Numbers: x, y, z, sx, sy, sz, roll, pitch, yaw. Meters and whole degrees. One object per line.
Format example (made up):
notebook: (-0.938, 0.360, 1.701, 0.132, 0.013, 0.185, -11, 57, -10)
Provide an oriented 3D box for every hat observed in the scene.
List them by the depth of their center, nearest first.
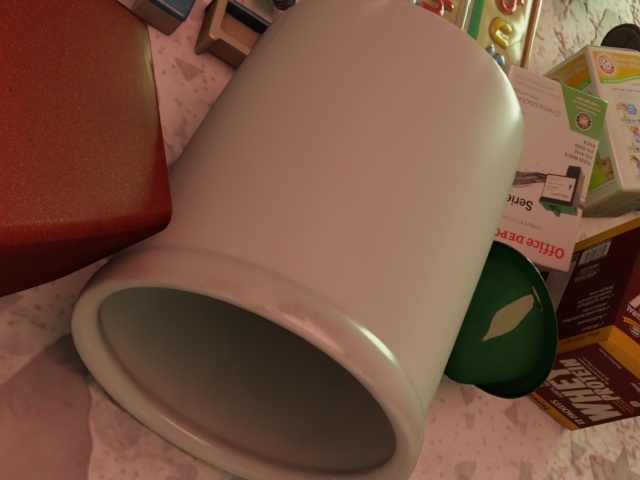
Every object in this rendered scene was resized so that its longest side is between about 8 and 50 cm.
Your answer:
hat: (0.135, 0.114, 1.208, 0.183, 0.173, 0.208, -11, 85, -39)

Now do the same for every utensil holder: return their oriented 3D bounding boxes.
utensil holder: (0.000, 0.000, 1.080, 0.327, 0.327, 0.385, 39, 54, -15)

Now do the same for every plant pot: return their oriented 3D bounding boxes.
plant pot: (-0.267, -0.080, 0.870, 0.236, 0.267, 0.267, 3, 72, -44)

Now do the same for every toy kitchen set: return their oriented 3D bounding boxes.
toy kitchen set: (-0.066, -0.274, 1.228, 0.207, 0.166, 0.122, 31, 59, -20)

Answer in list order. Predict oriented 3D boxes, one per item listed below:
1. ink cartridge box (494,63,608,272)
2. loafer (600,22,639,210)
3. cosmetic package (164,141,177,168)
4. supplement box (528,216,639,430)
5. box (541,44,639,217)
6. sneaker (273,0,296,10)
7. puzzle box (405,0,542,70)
ink cartridge box: (0.239, -0.082, 1.358, 0.160, 0.092, 0.219, 15, 86, -27)
loafer: (0.446, -0.168, 1.580, 0.084, 0.096, 0.267, 9, 74, -51)
cosmetic package: (-0.357, -0.137, 1.035, 0.284, 0.097, 0.377, -41, 97, -33)
supplement box: (0.348, 0.100, 1.343, 0.129, 0.191, 0.194, 39, 57, -15)
box: (0.376, -0.143, 1.497, 0.103, 0.114, 0.203, 0, 73, -31)
sneaker: (-0.053, -0.323, 1.331, 0.052, 0.058, 0.135, -8, 52, 1)
puzzle box: (0.193, -0.391, 1.420, 0.272, 0.052, 0.409, 24, 73, -40)
